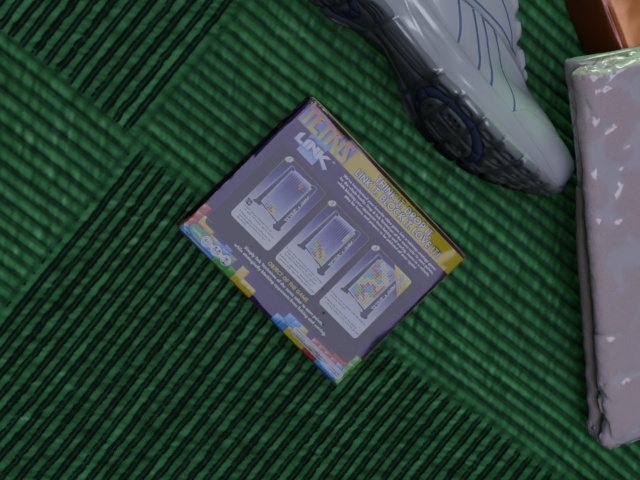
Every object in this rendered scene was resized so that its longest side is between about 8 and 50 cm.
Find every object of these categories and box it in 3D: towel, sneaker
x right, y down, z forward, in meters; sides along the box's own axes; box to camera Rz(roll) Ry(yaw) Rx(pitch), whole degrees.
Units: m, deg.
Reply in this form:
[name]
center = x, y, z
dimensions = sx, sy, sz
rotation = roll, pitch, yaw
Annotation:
[towel]
center = 0.349, -0.018, 0.841
dimensions = 0.332, 0.053, 0.317
rotation = -13, 111, -7
[sneaker]
center = 0.100, -0.159, 0.809
dimensions = 0.129, 0.111, 0.297
rotation = -43, 104, -14

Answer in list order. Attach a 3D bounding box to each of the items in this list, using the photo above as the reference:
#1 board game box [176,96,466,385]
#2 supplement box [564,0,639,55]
[board game box]
center = 0.000, 0.000, 0.839
dimensions = 0.141, 0.048, 0.170
rotation = -44, 98, -4
[supplement box]
center = 0.310, -0.209, 0.845
dimensions = 0.233, 0.078, 0.080
rotation = -23, 95, -5
